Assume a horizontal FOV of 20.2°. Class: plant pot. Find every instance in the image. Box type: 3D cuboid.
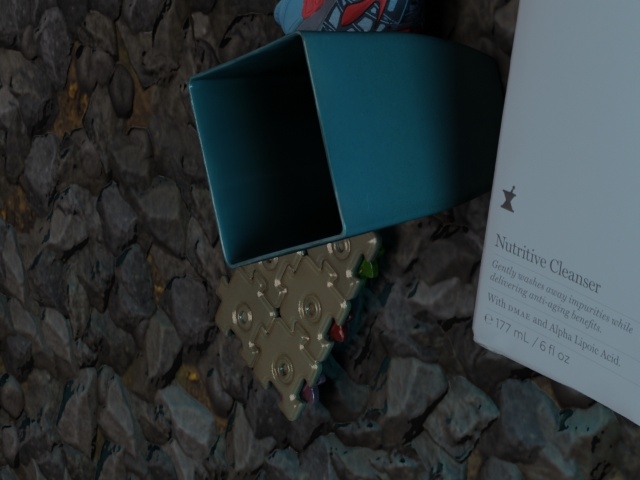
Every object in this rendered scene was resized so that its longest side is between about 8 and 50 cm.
[{"bbox_3d":[0.043,-0.084,1.515,0.165,0.234,0.166,-16,85,52],"label":"plant pot"}]

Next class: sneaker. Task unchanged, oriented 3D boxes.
[{"bbox_3d":[0.067,-0.224,1.586,0.125,0.104,0.262,57,144,5],"label":"sneaker"}]

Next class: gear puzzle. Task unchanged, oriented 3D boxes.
[{"bbox_3d":[0.000,0.000,1.748,0.175,0.044,0.339,50,130,35],"label":"gear puzzle"}]

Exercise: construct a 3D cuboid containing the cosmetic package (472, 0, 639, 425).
[{"bbox_3d":[0.255,-0.079,1.318,0.217,0.156,0.385,25,118,48],"label":"cosmetic package"}]
